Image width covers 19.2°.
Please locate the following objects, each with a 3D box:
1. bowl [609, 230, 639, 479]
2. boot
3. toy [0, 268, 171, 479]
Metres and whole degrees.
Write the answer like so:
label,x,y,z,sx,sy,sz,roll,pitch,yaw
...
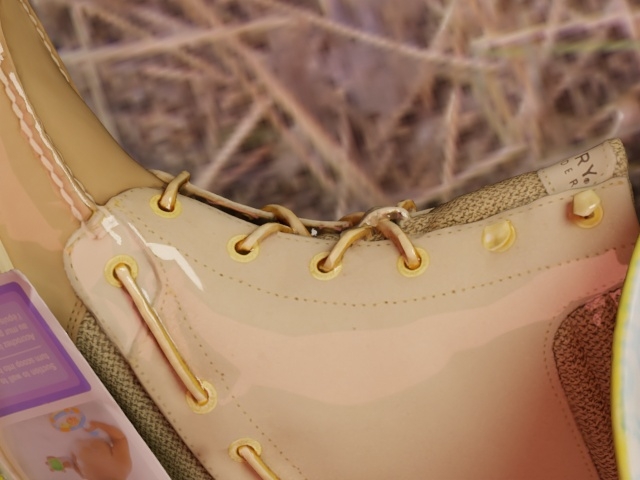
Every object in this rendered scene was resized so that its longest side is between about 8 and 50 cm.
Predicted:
label,x,y,z,sx,sy,sz,roll,pitch,yaw
bowl,0.230,0.068,0.551,0.289,0.156,0.289,-4,63,8
boot,0.000,0.000,0.618,0.203,0.095,0.262,-25,100,13
toy,-0.087,0.130,0.611,0.137,0.056,0.237,-18,108,38
